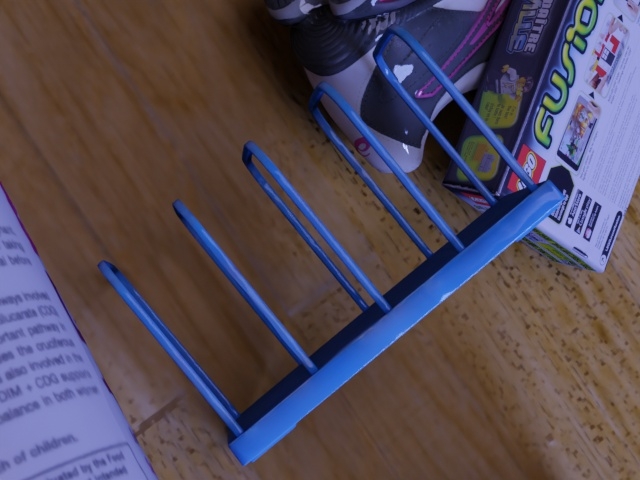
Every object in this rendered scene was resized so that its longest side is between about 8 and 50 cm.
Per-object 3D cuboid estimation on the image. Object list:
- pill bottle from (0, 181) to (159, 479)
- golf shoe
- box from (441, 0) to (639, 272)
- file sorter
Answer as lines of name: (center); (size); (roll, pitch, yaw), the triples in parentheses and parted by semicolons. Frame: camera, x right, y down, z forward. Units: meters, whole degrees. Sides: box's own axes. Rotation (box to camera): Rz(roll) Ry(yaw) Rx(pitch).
pill bottle: (-0.166, 0.058, 0.648); (0.160, 0.160, 0.283); (-24, 79, -32)
golf shoe: (0.082, -0.144, 0.922); (0.273, 0.105, 0.120); (-38, 117, -33)
box: (0.140, -0.100, 0.896); (0.114, 0.036, 0.207); (31, 77, -47)
file sorter: (0.000, 0.000, 0.764); (0.170, 0.118, 0.104); (-39, 91, -4)
